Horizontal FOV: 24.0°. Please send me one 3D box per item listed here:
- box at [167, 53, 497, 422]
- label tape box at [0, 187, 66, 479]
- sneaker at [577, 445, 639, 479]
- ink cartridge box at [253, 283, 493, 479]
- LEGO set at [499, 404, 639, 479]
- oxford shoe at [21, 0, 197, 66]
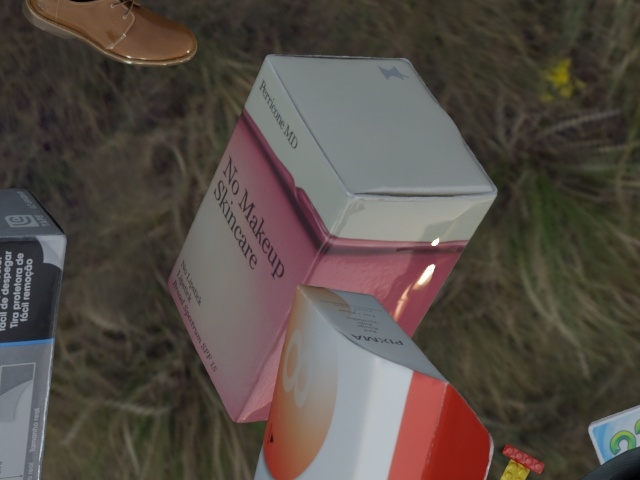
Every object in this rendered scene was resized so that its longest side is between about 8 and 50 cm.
[{"bbox_3d":[0.000,0.000,1.086,0.127,0.148,0.232,-2,136,-32],"label":"box"},{"bbox_3d":[-0.362,0.092,1.056,0.334,0.106,0.240,-2,115,-28],"label":"label tape box"},{"bbox_3d":[0.136,0.213,0.665,0.178,0.124,0.295,30,72,-16],"label":"sneaker"},{"bbox_3d":[0.011,0.113,0.636,0.045,0.179,0.145,10,103,-14],"label":"ink cartridge box"},{"bbox_3d":[0.158,0.214,0.958,0.244,0.060,0.182,-19,77,3],"label":"LEGO set"},{"bbox_3d":[-0.239,-0.263,1.771,0.212,0.076,0.076,15,144,-20],"label":"oxford shoe"}]
